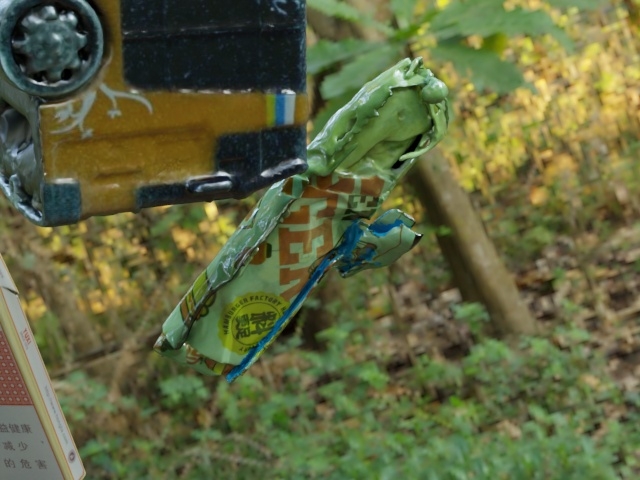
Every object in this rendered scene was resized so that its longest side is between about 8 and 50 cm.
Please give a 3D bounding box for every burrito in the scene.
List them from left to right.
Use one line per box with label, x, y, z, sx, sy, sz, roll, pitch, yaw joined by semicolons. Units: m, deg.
burrito;0.000;0.000;0.898;0.288;0.104;0.054;-50;21;17

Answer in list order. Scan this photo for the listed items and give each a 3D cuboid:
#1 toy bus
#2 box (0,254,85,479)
toy bus;-0.110;-0.184;0.739;0.194;0.324;0.162;-8;18;-24
box;-0.104;0.040;0.392;0.046;0.083;0.012;-1;29;24
